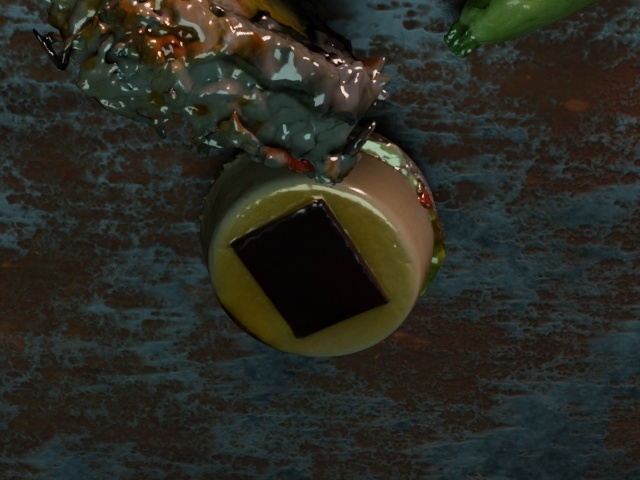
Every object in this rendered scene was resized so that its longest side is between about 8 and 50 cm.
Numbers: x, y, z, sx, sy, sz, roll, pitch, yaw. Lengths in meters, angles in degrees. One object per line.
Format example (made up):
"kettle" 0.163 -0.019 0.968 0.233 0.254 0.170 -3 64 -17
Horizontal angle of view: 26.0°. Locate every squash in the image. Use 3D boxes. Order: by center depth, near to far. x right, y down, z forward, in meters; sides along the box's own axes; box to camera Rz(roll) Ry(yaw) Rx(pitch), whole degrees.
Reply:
"squash" 0.292 -0.316 1.488 0.370 0.118 0.118 -33 117 24

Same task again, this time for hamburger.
"hamburger" 0.000 0.000 1.662 0.302 0.170 0.302 3 123 4

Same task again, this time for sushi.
"sushi" -0.102 -0.217 1.390 0.417 0.417 0.176 34 111 -20

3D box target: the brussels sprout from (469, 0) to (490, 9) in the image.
"brussels sprout" 0.112 -0.365 1.380 0.259 0.227 0.294 0 135 14
